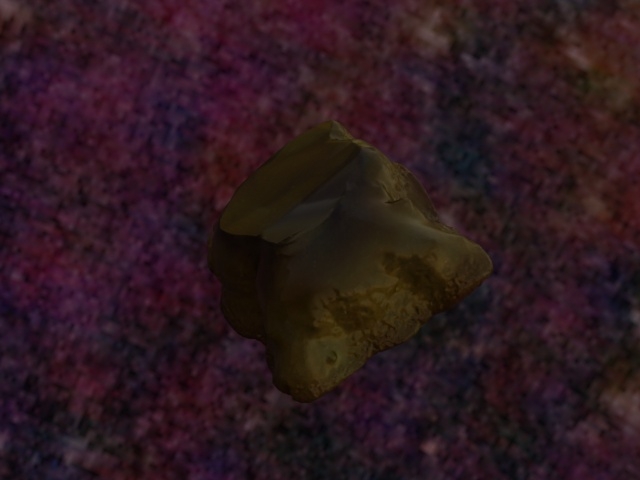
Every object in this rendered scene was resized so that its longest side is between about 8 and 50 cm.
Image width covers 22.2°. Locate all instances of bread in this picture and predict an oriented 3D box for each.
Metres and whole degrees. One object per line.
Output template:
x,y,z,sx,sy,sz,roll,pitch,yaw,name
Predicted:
0.000,0.000,1.103,0.161,0.088,0.233,-29,28,-8,bread
